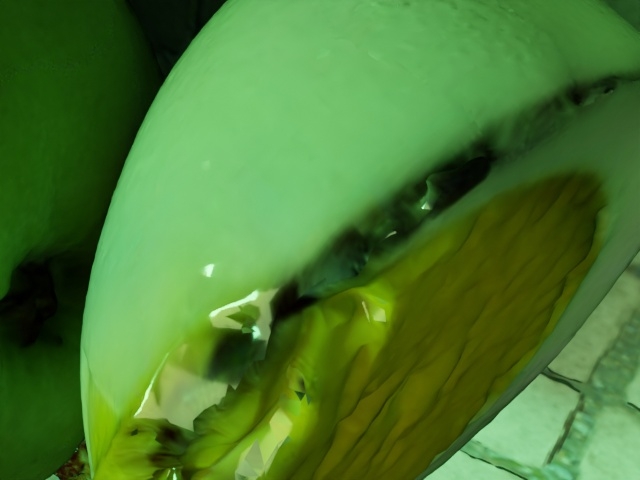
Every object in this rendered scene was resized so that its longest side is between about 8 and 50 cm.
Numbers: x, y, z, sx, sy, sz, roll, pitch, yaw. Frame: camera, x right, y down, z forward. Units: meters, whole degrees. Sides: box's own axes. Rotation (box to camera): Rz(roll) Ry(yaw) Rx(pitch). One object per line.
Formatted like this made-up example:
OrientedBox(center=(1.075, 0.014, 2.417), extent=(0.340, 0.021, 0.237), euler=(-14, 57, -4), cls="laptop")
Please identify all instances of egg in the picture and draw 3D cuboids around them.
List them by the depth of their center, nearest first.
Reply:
OrientedBox(center=(0.003, 0.000, 0.530), extent=(0.174, 0.264, 0.286), euler=(45, 104, 26), cls="egg")

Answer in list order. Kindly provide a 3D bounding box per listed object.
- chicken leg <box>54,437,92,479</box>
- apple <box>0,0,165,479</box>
OrientedBox(center=(-0.086, 0.154, 0.853), extent=(0.253, 0.051, 0.106), euler=(1, 132, 32), cls="chicken leg")
OrientedBox(center=(-0.237, -0.044, 0.581), extent=(0.357, 0.357, 0.357), euler=(18, 134, 20), cls="apple")
